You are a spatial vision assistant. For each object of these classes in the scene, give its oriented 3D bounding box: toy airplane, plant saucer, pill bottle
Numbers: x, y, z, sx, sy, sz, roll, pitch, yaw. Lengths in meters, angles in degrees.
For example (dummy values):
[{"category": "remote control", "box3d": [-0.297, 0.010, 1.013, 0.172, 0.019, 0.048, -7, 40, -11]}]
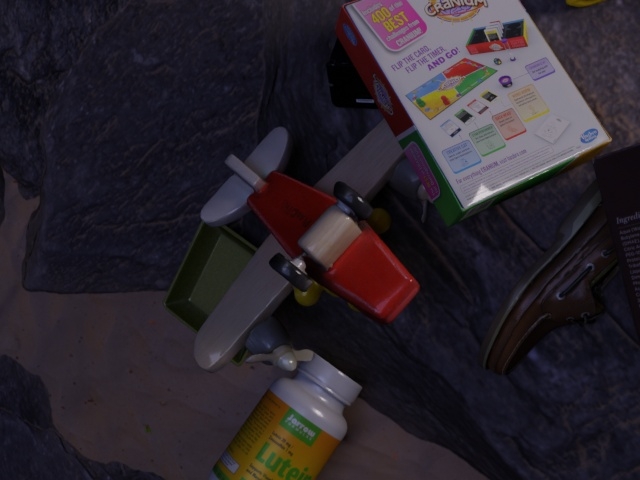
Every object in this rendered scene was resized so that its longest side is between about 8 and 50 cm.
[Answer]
[{"category": "toy airplane", "box3d": [0.000, 0.000, 1.164, 0.386, 0.272, 0.385, -21, 43, 34]}, {"category": "plant saucer", "box3d": [-0.152, 0.080, 1.336, 0.188, 0.045, 0.188, 34, 106, 22]}, {"category": "pill bottle", "box3d": [-0.046, 0.295, 1.207, 0.136, 0.136, 0.246, 32, 82, 23]}]

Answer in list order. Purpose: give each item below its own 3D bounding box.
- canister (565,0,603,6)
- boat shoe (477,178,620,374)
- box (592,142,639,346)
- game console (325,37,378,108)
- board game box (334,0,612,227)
[{"category": "canister", "box3d": [0.363, -0.404, 1.035, 0.126, 0.073, 0.170, -12, 88, 47]}, {"category": "boat shoe", "box3d": [0.325, 0.068, 1.054, 0.104, 0.110, 0.307, 37, 107, 23]}, {"category": "box", "box3d": [0.464, 0.064, 0.922, 0.143, 0.191, 0.382, -21, 81, 51]}, {"category": "game console", "box3d": [0.078, -0.265, 1.230, 0.122, 0.071, 0.107, 7, 124, 28]}, {"category": "board game box", "box3d": [0.198, -0.207, 1.062, 0.242, 0.064, 0.317, -24, 77, -17]}]
